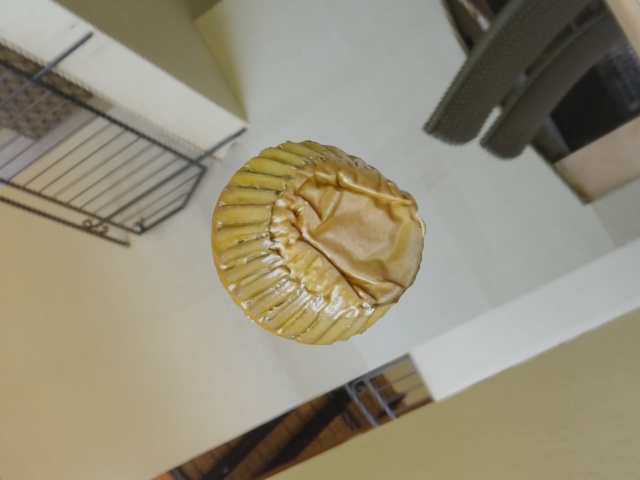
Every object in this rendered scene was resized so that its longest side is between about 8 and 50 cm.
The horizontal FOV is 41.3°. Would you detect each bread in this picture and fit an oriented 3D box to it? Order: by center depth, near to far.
[{"bbox_3d":[-0.003,0.000,0.942,0.240,0.139,0.240,4,-100,-22],"label":"bread"}]
